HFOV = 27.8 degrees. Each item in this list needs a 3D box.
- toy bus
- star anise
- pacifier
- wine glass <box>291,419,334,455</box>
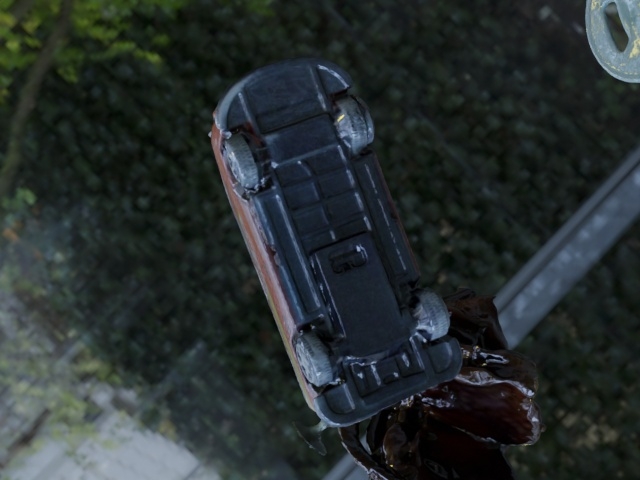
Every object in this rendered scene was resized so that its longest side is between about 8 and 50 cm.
[{"bbox_3d":[0.000,0.000,0.642,0.174,0.079,0.077,69,164,1],"label":"toy bus"},{"bbox_3d":[0.080,0.122,0.862,0.126,0.190,0.220,26,154,10],"label":"star anise"},{"bbox_3d":[0.216,-0.166,0.858,0.116,0.150,0.127,1,-111,-36],"label":"pacifier"},{"bbox_3d":[0.019,0.121,0.976,0.039,0.083,0.042,46,-174,36],"label":"wine glass"}]
